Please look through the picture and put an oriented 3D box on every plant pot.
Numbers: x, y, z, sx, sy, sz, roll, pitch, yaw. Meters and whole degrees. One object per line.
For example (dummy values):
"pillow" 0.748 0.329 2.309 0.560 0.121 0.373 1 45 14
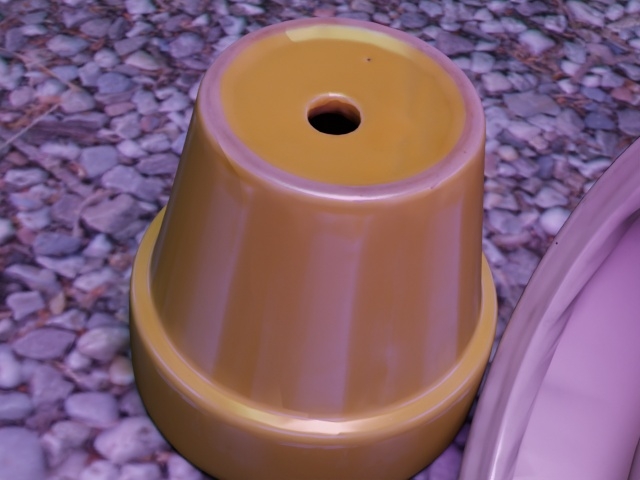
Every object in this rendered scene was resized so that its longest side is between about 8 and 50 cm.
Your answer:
"plant pot" 0.000 0.000 0.657 0.254 0.239 0.254 3 48 -3

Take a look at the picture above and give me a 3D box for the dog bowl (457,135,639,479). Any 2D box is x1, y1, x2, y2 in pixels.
"dog bowl" 0.222 0.122 0.490 0.150 0.408 0.408 21 46 -13
